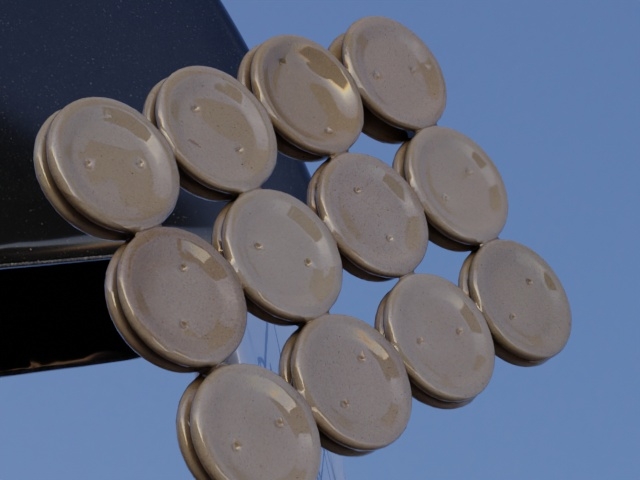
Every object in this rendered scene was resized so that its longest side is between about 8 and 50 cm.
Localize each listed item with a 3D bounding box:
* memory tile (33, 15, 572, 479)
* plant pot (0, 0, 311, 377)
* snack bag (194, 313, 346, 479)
[{"bbox_3d":[0.000,0.000,0.505,0.012,0.148,0.113,-36,-100,44],"label":"memory tile"},{"bbox_3d":[-0.131,-0.044,0.782,0.188,0.167,0.187,-4,-15,-31],"label":"plant pot"},{"bbox_3d":[-0.030,0.095,1.182,0.037,0.323,0.342,-12,-3,7],"label":"snack bag"}]
